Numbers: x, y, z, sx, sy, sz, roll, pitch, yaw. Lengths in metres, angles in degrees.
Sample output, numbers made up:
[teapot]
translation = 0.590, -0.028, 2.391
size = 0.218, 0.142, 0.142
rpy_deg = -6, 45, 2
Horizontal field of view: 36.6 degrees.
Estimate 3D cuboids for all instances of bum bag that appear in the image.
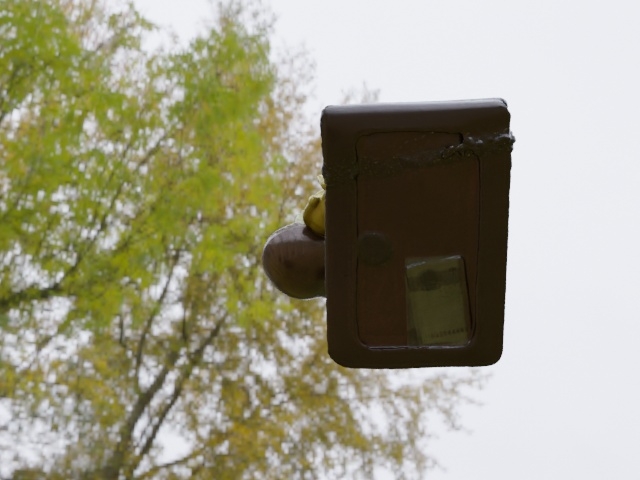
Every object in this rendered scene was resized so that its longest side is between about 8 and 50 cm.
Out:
[bum bag]
translation = 0.055, -0.002, 0.557
size = 0.109, 0.026, 0.159
rpy_deg = 0, -75, 1

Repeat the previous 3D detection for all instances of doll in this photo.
[doll]
translation = 0.008, -0.001, 1.217
size = 0.145, 0.096, 0.188
rpy_deg = 19, -66, -43
